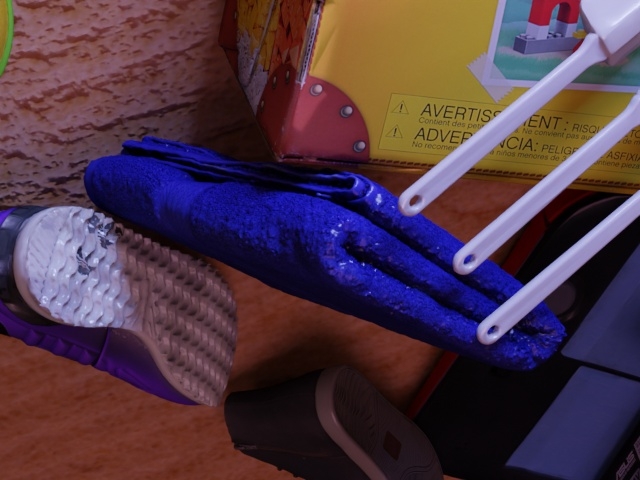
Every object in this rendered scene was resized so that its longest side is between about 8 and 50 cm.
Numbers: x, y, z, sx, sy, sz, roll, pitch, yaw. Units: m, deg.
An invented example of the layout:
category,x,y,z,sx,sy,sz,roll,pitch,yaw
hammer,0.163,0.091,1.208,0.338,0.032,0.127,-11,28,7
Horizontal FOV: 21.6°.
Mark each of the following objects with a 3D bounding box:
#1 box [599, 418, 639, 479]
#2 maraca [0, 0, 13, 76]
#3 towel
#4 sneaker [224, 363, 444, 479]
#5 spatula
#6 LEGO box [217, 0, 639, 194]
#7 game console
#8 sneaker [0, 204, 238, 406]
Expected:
category,x,y,z,sx,sy,sz,roll,pitch,yaw
box,0.358,0.277,1.544,0.242,0.076,0.307,10,127,-20
maraca,-0.274,-0.170,1.102,0.127,0.099,0.186,-20,102,-10
towel,0.000,0.000,1.169,0.227,0.308,0.076,25,85,-38
sneaker,0.018,0.185,1.426,0.118,0.083,0.222,-9,132,33
spatula,0.162,-0.057,1.035,0.242,0.019,0.168,-39,127,-5
LEGO box,0.218,-0.234,1.098,0.500,0.193,0.373,5,117,-18
game console,0.297,0.113,1.469,0.386,0.060,0.342,17,119,-24
sneaker,-0.180,0.046,1.281,0.146,0.102,0.293,0,157,30
